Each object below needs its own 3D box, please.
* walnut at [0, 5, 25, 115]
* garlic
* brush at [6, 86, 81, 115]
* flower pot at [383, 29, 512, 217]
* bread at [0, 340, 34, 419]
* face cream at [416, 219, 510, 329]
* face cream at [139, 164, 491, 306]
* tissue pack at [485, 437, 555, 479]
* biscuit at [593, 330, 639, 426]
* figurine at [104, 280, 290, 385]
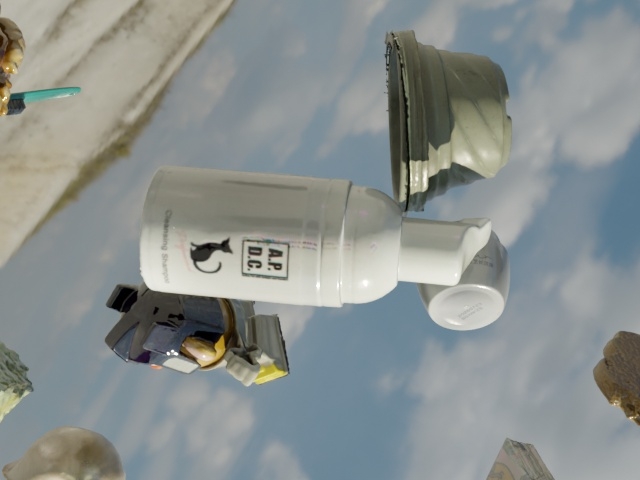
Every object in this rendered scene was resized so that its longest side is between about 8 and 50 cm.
[{"bbox_3d":[-0.364,-0.183,0.963,0.143,0.069,0.170,63,38,-61],"label":"walnut"},{"bbox_3d":[-0.373,0.332,1.359,0.318,0.143,0.112,-30,-119,52],"label":"garlic"},{"bbox_3d":[-0.472,-0.223,1.502,0.193,0.032,0.043,-15,173,-41],"label":"brush"},{"bbox_3d":[0.155,-0.148,1.148,0.235,0.141,0.235,176,-90,-88],"label":"flower pot"},{"bbox_3d":[-0.398,0.132,0.726,0.264,0.239,0.395,-50,-179,-14],"label":"bread"},{"bbox_3d":[0.172,0.042,1.125,0.117,0.117,0.104,-45,-149,37],"label":"face cream"},{"bbox_3d":[0.000,0.000,1.016,0.145,0.370,0.145,4,90,-82],"label":"face cream"},{"bbox_3d":[0.313,0.418,1.503,0.115,0.065,0.155,-111,-142,-64],"label":"tissue pack"},{"bbox_3d":[0.546,0.262,1.488,0.319,0.184,0.047,-121,-142,-48],"label":"biscuit"},{"bbox_3d":[-0.192,0.133,1.405,0.308,0.309,0.143,168,-64,-67],"label":"figurine"}]
